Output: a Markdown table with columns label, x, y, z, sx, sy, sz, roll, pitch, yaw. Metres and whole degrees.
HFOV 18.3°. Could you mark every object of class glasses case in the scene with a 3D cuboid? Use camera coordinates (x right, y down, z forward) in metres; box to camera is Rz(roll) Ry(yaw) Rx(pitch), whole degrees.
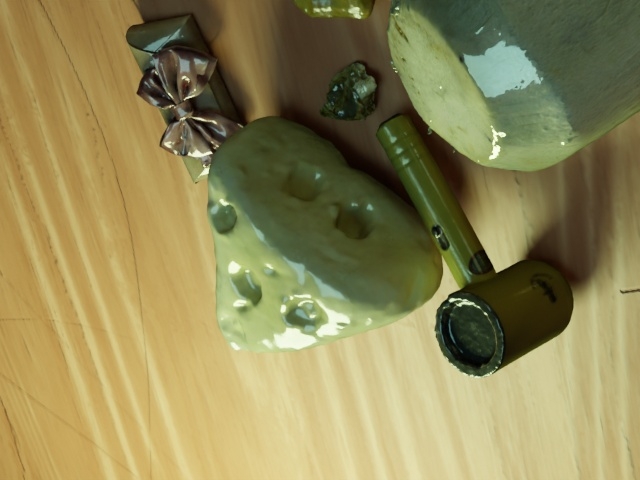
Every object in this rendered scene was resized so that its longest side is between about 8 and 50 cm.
| label | x | y | z | sx | sy | sz | roll | pitch | yaw |
| --- | --- | --- | --- | --- | --- | --- | --- | --- | --- |
| glasses case | -0.137 | -0.145 | 2.147 | 0.102 | 0.070 | 0.193 | -5 | 120 | 37 |

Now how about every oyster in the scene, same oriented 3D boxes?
| label | x | y | z | sx | sy | sz | roll | pitch | yaw |
| --- | --- | --- | --- | --- | --- | --- | --- | --- | --- |
| oyster | 0.029 | -0.144 | 2.057 | 0.051 | 0.034 | 0.093 | 41 | 142 | 13 |

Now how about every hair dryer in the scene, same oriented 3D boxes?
| label | x | y | z | sx | sy | sz | roll | pitch | yaw |
| --- | --- | --- | --- | --- | --- | --- | --- | --- | --- |
| hair dryer | 0.146 | -0.007 | 2.034 | 0.090 | 0.135 | 0.278 | -34 | 83 | 47 |

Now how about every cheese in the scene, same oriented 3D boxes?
| label | x | y | z | sx | sy | sz | roll | pitch | yaw |
| --- | --- | --- | --- | --- | --- | --- | --- | --- | --- |
| cheese | -0.001 | 0.001 | 2.096 | 0.248 | 0.173 | 0.251 | 9 | 123 | 33 |

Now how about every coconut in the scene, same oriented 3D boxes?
| label | x | y | z | sx | sy | sz | roll | pitch | yaw |
| --- | --- | --- | --- | --- | --- | --- | --- | --- | --- |
| coconut | 0.199 | -0.196 | 1.753 | 0.245 | 0.247 | 0.245 | 51 | 163 | 22 |

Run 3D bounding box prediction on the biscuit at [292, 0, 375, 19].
| label | x | y | z | sx | sy | sz | roll | pitch | yaw |
| --- | --- | --- | --- | --- | --- | --- | --- | --- | --- |
| biscuit | -0.034 | -0.300 | 1.971 | 0.174 | 0.039 | 0.183 | -1 | 121 | 35 |
